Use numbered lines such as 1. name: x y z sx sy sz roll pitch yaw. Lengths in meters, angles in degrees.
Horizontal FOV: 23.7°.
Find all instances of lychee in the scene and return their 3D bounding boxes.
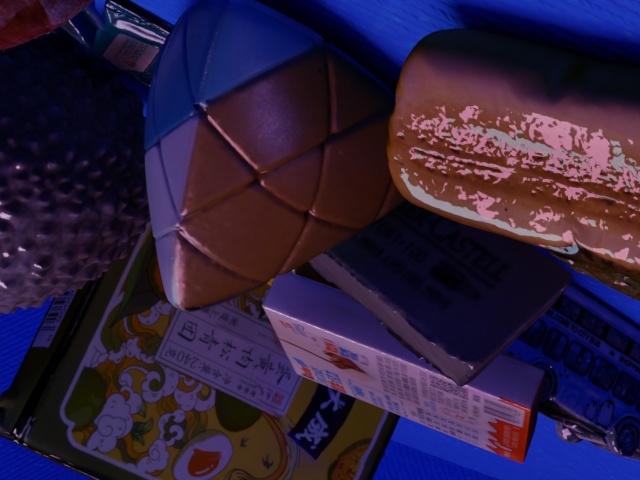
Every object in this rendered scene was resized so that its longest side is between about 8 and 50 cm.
1. lychee: -0.291 -0.063 1.456 0.300 0.300 0.300 24 169 5

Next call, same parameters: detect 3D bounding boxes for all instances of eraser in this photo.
1. eraser: 0.063 0.002 1.237 0.352 0.111 0.077 40 169 46

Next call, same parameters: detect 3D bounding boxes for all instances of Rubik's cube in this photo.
1. Rubik's cube: -0.077 -0.063 1.197 0.254 0.254 0.254 24 169 5

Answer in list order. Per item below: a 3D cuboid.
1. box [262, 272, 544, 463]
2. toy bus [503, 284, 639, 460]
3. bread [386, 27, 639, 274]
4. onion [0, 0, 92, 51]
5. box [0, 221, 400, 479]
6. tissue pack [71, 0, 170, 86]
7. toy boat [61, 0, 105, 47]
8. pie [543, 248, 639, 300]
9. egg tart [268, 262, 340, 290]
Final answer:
1. box: 0.085 0.128 1.490 0.265 0.048 0.273 20 166 11
2. toy bus: 0.264 0.133 1.577 0.297 0.131 0.106 32 166 -30
3. bread: 0.186 -0.051 0.961 0.305 0.142 0.091 20 -149 29
4. onion: -0.225 -0.218 0.986 0.159 0.159 0.195 11 141 51
5. box: -0.105 0.133 1.731 0.420 0.373 0.138 30 167 -24
6. tissue pack: -0.165 -0.175 1.347 0.085 0.028 0.138 25 164 -17
7. toy boat: -0.275 -0.220 1.188 0.238 0.098 0.109 26 172 -7
8. pie: 0.214 -0.014 1.149 0.277 0.078 0.277 24 167 6
9. egg tart: 0.000 0.000 1.537 0.319 0.128 0.319 26 170 5
